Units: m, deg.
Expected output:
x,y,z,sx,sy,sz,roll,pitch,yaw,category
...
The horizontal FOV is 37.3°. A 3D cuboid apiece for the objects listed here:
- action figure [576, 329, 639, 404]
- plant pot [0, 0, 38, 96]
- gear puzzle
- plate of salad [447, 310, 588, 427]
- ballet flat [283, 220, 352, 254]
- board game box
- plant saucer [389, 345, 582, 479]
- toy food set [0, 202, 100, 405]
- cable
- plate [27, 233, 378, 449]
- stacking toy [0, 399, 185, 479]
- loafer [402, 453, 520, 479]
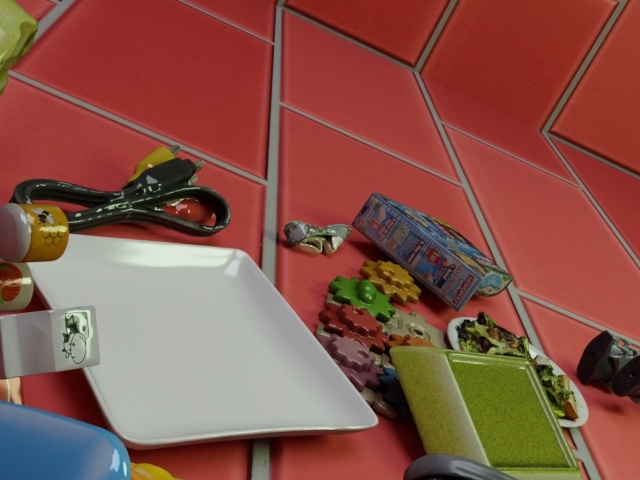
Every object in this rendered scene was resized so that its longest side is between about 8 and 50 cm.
x,y,z,sx,sy,sz,roll,pitch,yaw,category
0.489,0.195,1.285,0.285,0.099,0.185,17,19,-33,action figure
-0.435,-0.217,0.936,0.254,0.276,0.276,34,20,-14,plant pot
0.086,0.096,1.096,0.175,0.044,0.339,27,22,-3,gear puzzle
0.245,0.150,1.153,0.199,0.048,0.200,26,23,-11,plate of salad
0.000,0.000,1.225,0.114,0.041,0.041,4,32,-44,ballet flat
0.170,0.029,1.298,0.194,0.060,0.194,19,20,-47,board game box
0.177,0.181,0.944,0.188,0.045,0.188,11,46,-37,plant saucer
-0.218,0.093,0.613,0.111,0.232,0.104,-7,-3,38,toy food set
-0.211,-0.032,1.057,0.139,0.072,0.287,51,40,10,cable
-0.121,0.093,0.866,0.277,0.045,0.278,7,30,-43,plate
-0.097,0.198,0.557,0.165,0.175,0.302,2,-13,35,stacking toy
0.204,0.279,0.796,0.302,0.109,0.095,22,45,-2,loafer
